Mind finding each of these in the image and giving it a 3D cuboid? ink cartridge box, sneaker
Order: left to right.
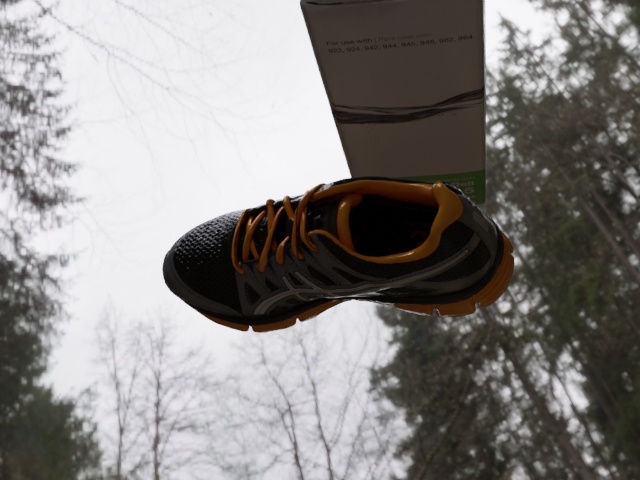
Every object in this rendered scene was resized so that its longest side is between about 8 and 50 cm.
[{"bbox_3d":[0.000,0.000,0.514,0.215,0.084,0.083,-7,-28,19],"label":"sneaker"},{"bbox_3d":[0.067,-0.172,0.669,0.115,0.198,0.273,-2,-25,10],"label":"ink cartridge box"}]
